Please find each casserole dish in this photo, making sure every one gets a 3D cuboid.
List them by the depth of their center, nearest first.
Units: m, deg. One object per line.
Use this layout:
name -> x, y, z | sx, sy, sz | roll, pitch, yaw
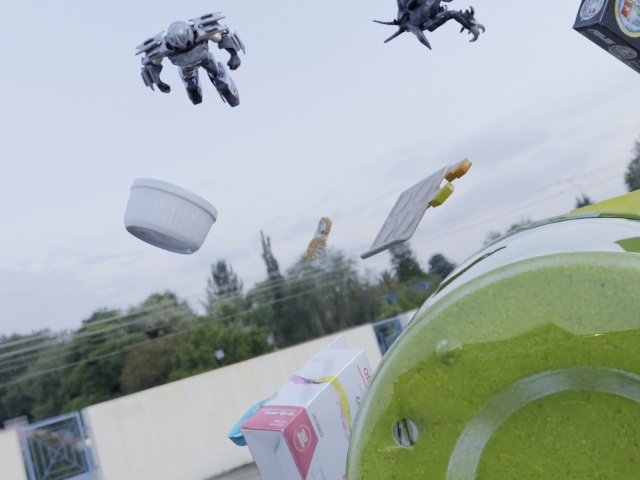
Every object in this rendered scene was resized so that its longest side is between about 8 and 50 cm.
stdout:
casserole dish -> -0.125, 0.386, 1.508 | 0.114, 0.037, 0.188 | -24, 6, 22

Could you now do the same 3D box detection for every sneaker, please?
sneaker -> 0.000, 0.000, 1.243 | 0.031, 0.083, 0.037 | 24, -12, 5

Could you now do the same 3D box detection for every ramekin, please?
ramekin -> -0.347, -0.048, 1.599 | 0.207, 0.109, 0.207 | 17, -16, 5

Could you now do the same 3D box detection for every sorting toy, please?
sorting toy -> 0.214, -0.066, 1.524 | 0.229, 0.041, 0.307 | -54, 10, -22

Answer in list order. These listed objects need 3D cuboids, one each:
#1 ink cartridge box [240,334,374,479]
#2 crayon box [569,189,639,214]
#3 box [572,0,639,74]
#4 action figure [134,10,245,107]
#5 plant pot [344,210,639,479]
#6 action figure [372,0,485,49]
ink cartridge box -> 0.013, 0.198, 0.781 | 0.067, 0.115, 0.198 | -9, 18, 39
crayon box -> 0.664, -0.006, 1.339 | 0.318, 0.202, 0.081 | -17, -24, 28
box -> 0.537, -0.371, 1.092 | 0.270, 0.216, 0.060 | 22, -3, -25
action figure -> -0.221, -0.319, 1.261 | 0.185, 0.099, 0.285 | -11, -6, 2
plant pot -> 0.183, 0.136, 0.462 | 0.366, 0.367, 0.353 | -19, -13, 19
action figure -> 0.235, -0.429, 1.236 | 0.275, 0.164, 0.141 | -30, -25, 22
